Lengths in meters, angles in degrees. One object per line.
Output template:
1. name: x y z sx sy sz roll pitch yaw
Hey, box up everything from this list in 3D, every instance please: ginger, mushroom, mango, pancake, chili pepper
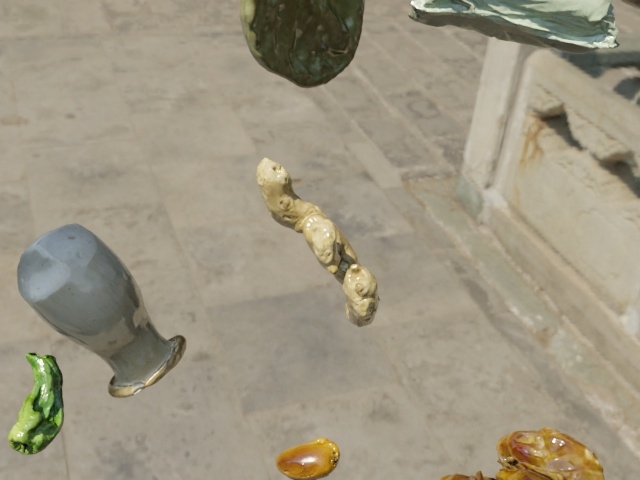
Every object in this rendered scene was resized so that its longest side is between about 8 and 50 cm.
1. ginger: 0.282 0.424 1.093 0.274 0.357 0.152 56 19 23
2. mushroom: -0.219 0.074 0.795 0.088 0.212 0.097 -4 39 27
3. ginger: 0.005 0.003 1.003 0.065 0.258 0.149 -35 12 -10
4. mango: -0.024 0.407 1.446 0.127 0.063 0.077 -13 21 13
5. pancake: -0.017 -0.359 1.098 0.049 0.294 0.294 19 35 31
6. chili pepper: -0.205 0.118 0.577 0.034 0.030 0.091 4 42 -10

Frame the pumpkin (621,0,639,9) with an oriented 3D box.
1. pumpkin: 0.234 -0.232 0.493 0.238 0.159 0.238 39 7 -5

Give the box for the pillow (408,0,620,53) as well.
1. pillow: 0.299 -0.417 1.133 0.310 0.138 0.283 11 74 -1
